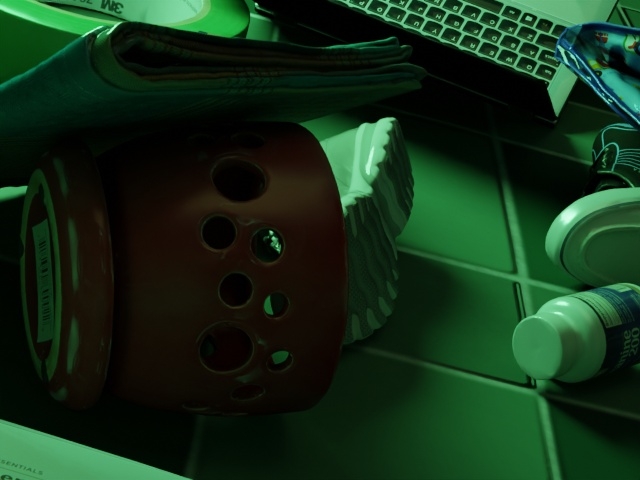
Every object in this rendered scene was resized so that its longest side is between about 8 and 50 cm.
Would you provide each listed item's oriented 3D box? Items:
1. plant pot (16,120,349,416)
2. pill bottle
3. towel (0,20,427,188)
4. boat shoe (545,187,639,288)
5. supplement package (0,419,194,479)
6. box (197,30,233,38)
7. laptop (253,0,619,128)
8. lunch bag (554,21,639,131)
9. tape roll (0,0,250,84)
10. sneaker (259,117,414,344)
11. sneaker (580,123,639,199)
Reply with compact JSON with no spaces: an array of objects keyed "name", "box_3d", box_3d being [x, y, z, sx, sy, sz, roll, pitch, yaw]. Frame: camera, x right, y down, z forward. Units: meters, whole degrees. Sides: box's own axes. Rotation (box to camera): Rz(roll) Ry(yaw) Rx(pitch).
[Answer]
[{"name":"plant pot","box_3d":[-0.092,0.020,0.883,0.174,0.191,0.191,-2,32,-23]},{"name":"pill bottle","box_3d":[0.206,0.073,1.085,0.120,0.067,0.067,-10,37,-42]},{"name":"towel","box_3d":[-0.152,-0.081,0.948,0.370,0.040,0.271,-12,-4,43]},{"name":"boat shoe","box_3d":[0.327,0.026,1.228,0.268,0.096,0.088,14,21,-24]},{"name":"supplement package","box_3d":[-0.111,0.222,0.468,0.198,0.199,0.262,17,26,2]},{"name":"box","box_3d":[-0.089,-0.124,1.214,0.136,0.036,0.225,16,41,25]},{"name":"laptop","box_3d":[0.122,-0.301,1.544,0.382,0.236,0.408,24,58,12]},{"name":"lunch bag","box_3d":[0.369,-0.121,1.320,0.221,0.138,0.293,23,11,-33]},{"name":"tape roll","box_3d":[-0.233,-0.228,1.396,0.321,0.077,0.321,14,27,-7]},{"name":"sneaker","box_3d":[0.000,0.000,1.111,0.115,0.105,0.281,-10,24,19]},{"name":"sneaker","box_3d":[0.295,-0.055,1.367,0.090,0.081,0.232,16,27,-18]}]
